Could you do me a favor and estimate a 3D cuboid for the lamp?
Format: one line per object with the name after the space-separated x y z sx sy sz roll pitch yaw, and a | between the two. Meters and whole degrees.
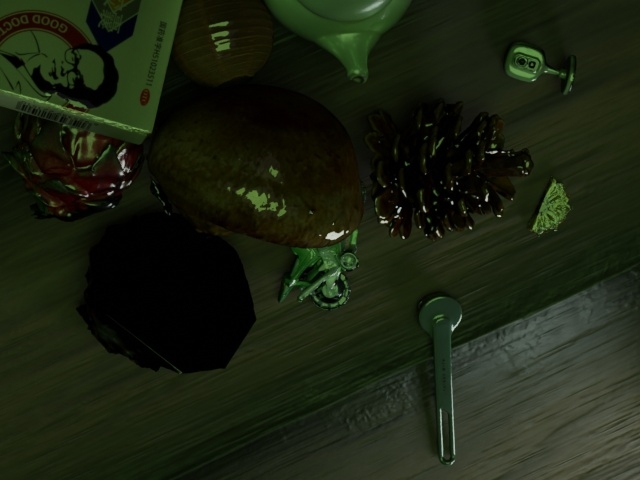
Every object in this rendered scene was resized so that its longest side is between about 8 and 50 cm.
-0.125 -0.254 1.887 0.136 0.136 0.136 -3 108 -9 | lamp

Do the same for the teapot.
0.073 -0.369 1.878 0.318 0.149 0.220 -42 111 5 | teapot

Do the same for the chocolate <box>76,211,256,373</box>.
-0.223 0.087 1.995 0.224 0.206 0.177 40 141 -9 | chocolate

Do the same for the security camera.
0.288 -0.229 2.016 0.092 0.058 0.058 11 105 -5 | security camera

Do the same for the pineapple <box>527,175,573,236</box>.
0.319 -0.042 2.093 0.045 0.019 0.083 24 99 -13 | pineapple

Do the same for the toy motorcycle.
0.000 0.000 2.025 0.106 0.074 0.190 8 107 -3 | toy motorcycle

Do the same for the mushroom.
-0.088 -0.094 1.883 0.283 0.263 0.195 4 106 27 | mushroom

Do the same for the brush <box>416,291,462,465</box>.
0.171 0.196 2.142 0.062 0.027 0.266 -7 112 -7 | brush

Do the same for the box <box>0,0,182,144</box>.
-0.268 -0.309 1.798 0.214 0.069 0.353 15 76 -15 | box

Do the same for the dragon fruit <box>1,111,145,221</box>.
-0.299 -0.119 1.872 0.182 0.182 0.189 -22 140 -3 | dragon fruit

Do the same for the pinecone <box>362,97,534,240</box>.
0.165 -0.096 1.971 0.212 0.169 0.186 -17 124 9 | pinecone
